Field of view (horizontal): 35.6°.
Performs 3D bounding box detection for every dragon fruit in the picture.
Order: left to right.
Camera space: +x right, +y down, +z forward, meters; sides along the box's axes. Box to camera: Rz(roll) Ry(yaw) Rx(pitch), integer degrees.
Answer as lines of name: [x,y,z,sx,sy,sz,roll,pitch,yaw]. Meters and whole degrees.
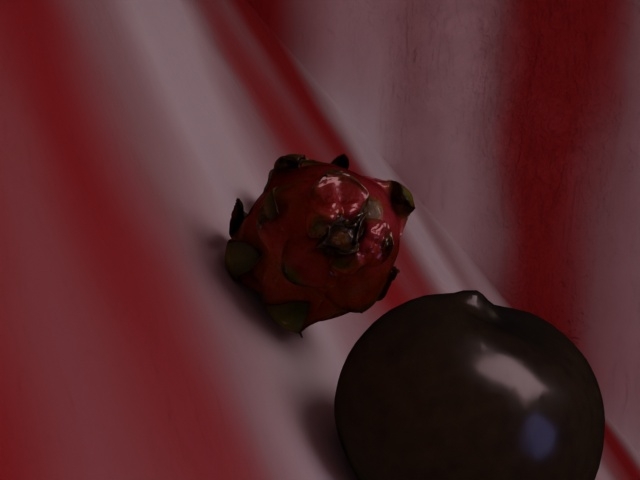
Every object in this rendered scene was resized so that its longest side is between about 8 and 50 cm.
dragon fruit: [-0.002,0.000,1.237,0.224,0.227,0.224,10,55,-15]

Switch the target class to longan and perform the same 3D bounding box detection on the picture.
longan: [0.176,0.209,1.149,0.350,0.288,0.288,26,24,-31]

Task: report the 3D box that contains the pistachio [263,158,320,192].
pistachio: [-0.007,-0.029,1.493,0.210,0.130,0.165,62,15,17]
